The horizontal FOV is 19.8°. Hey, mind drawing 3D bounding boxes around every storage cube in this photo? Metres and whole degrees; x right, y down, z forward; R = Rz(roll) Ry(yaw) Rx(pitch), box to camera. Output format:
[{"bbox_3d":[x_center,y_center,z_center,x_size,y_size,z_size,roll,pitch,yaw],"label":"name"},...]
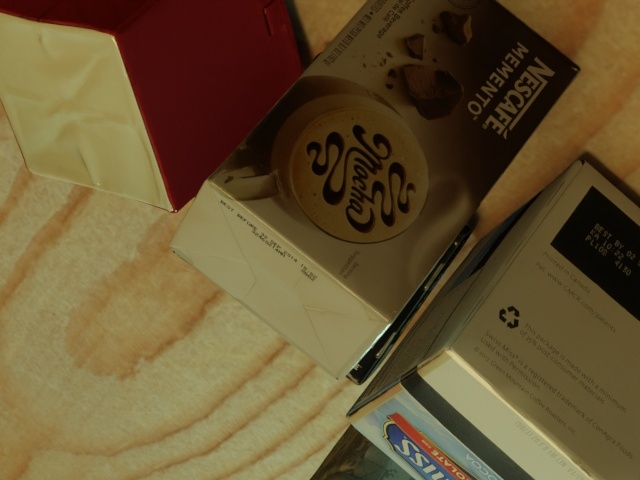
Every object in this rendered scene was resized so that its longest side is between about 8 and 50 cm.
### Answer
[{"bbox_3d":[-0.154,-0.163,1.571,0.184,0.193,0.215,16,136,35],"label":"storage cube"}]

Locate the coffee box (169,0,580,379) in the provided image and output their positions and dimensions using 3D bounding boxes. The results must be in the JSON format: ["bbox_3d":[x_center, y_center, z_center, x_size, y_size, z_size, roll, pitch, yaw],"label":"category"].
[{"bbox_3d":[0.045,-0.064,1.400,0.168,0.297,0.119,39,147,1],"label":"coffee box"}]

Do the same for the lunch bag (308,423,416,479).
[{"bbox_3d":[0.105,0.225,1.799,0.169,0.235,0.287,25,148,29],"label":"lunch bag"}]

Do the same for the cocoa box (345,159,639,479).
[{"bbox_3d":[0.244,0.153,1.547,0.347,0.231,0.228,41,152,-3],"label":"cocoa box"}]

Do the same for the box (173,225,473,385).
[{"bbox_3d":[0.000,0.000,1.683,0.220,0.175,0.051,35,-165,6],"label":"box"}]

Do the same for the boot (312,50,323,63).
[{"bbox_3d":[0.048,-0.112,1.589,0.121,0.045,0.099,21,145,41],"label":"boot"}]
